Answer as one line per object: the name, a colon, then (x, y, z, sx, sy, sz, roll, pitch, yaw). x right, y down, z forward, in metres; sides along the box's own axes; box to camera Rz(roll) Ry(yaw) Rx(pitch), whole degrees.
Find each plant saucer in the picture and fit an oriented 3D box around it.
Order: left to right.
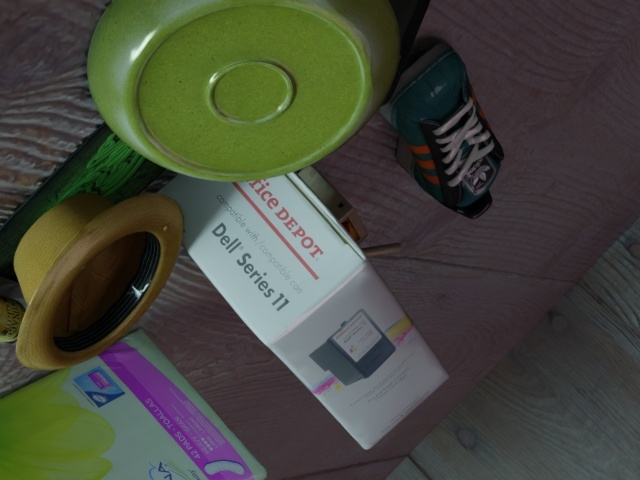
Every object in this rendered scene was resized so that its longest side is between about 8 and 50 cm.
plant saucer: (-0.055, -0.122, 1.237, 0.241, 0.037, 0.241, -6, 139, -5)

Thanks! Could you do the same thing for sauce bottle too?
sauce bottle: (-0.276, 0.067, 1.409, 0.042, 0.042, 0.128, -46, 164, 7)

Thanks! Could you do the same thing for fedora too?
fedora: (-0.202, 0.022, 1.380, 0.194, 0.079, 0.194, -39, 156, -21)

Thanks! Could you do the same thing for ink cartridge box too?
ink cartridge box: (-0.025, 0.033, 1.499, 0.119, 0.207, 0.353, -40, 147, -2)

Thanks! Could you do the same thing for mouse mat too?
mouse mat: (-0.204, -0.033, 1.392, 0.189, 0.007, 0.152, -46, 162, 4)

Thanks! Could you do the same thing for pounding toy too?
pounding toy: (0.000, 0.000, 1.751, 0.130, 0.100, 0.141, -42, 162, -3)

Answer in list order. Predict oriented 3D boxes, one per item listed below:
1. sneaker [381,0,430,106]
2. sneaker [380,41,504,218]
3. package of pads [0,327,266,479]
sneaker: (0.030, -0.221, 1.367, 0.087, 0.130, 0.227, 93, 18, -59)
sneaker: (0.147, -0.113, 1.777, 0.108, 0.121, 0.302, -42, 162, -5)
package of pads: (-0.223, 0.241, 1.612, 0.296, 0.229, 0.101, -26, 155, -41)
